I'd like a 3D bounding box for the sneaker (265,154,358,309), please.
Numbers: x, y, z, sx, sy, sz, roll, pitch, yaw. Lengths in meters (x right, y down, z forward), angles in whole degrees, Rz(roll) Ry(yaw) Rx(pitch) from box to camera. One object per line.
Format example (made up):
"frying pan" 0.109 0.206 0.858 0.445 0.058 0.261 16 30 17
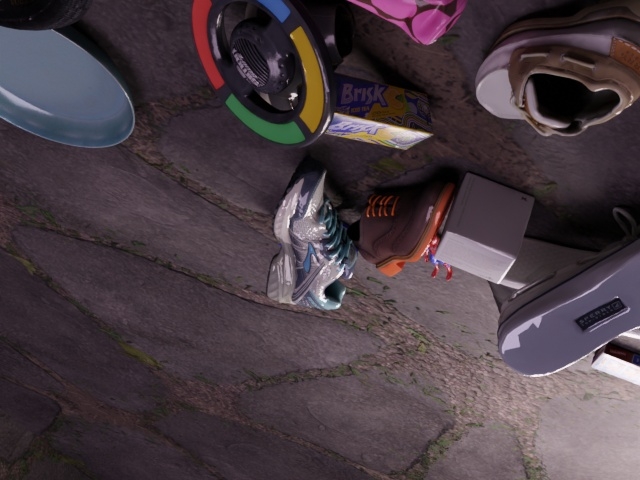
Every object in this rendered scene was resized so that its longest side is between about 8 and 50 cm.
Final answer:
"sneaker" 0.001 -0.007 1.923 0.122 0.110 0.283 19 140 11

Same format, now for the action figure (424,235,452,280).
"action figure" 0.174 0.023 1.980 0.038 0.030 0.115 16 152 22

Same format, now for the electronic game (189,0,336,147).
"electronic game" -0.068 -0.209 1.520 0.229 0.048 0.229 33 142 30

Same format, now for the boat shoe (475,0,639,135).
"boat shoe" 0.249 -0.172 1.429 0.113 0.103 0.302 37 161 -15

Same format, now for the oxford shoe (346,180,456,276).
"oxford shoe" 0.106 -0.026 1.866 0.098 0.097 0.271 31 153 -6

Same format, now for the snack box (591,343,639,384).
"snack box" 0.516 0.210 2.077 0.178 0.022 0.064 21 155 2

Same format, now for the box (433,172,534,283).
"box" 0.218 -0.016 1.785 0.102 0.101 0.087 22 153 1

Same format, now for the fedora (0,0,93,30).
"fedora" -0.362 -0.384 1.471 0.334 0.152 0.334 17 153 9

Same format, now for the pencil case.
"pencil case" 0.053 -0.282 1.420 0.209 0.095 0.098 27 115 -5

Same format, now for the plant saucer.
"plant saucer" -0.404 -0.243 1.899 0.318 0.043 0.317 17 154 9

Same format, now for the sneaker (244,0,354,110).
"sneaker" -0.010 -0.206 1.620 0.118 0.083 0.222 11 151 21

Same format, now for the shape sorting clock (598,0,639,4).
"shape sorting clock" 0.382 -0.204 1.372 0.206 0.040 0.206 28 161 10

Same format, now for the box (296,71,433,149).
"box" 0.055 -0.157 1.611 0.169 0.059 0.054 8 156 -37

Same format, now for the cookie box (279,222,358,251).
"cookie box" 0.000 0.000 2.051 0.092 0.040 0.107 31 152 -16

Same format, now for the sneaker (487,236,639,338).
"sneaker" 0.371 0.088 1.876 0.296 0.104 0.147 18 156 20

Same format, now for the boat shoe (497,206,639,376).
"boat shoe" 0.394 0.041 1.723 0.367 0.156 0.136 -30 117 21
